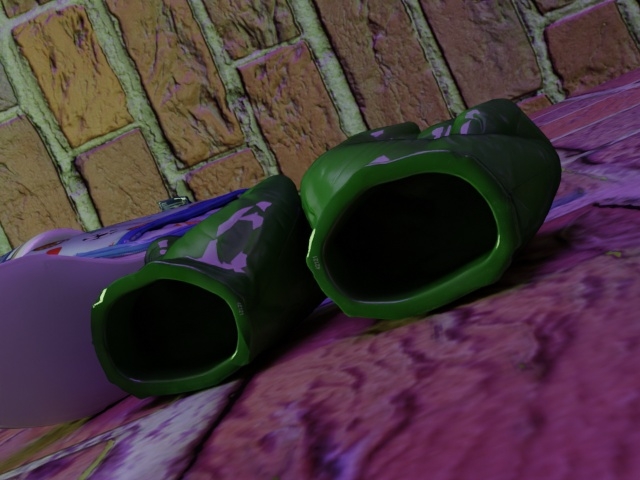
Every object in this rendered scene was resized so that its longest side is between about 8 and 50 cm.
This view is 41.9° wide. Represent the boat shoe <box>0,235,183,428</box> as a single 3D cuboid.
[{"bbox_3d":[-0.163,0.056,0.597,0.102,0.108,0.301,-21,3,34],"label":"boat shoe"}]

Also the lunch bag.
[{"bbox_3d":[-0.156,0.020,0.884,0.243,0.115,0.303,-13,9,27],"label":"lunch bag"}]

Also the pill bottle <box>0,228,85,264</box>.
[{"bbox_3d":[-0.388,0.085,1.125,0.153,0.153,0.264,-28,6,-43],"label":"pill bottle"}]

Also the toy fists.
[{"bbox_3d":[0.000,0.000,0.482,0.279,0.096,0.142,-23,3,25],"label":"toy fists"}]
